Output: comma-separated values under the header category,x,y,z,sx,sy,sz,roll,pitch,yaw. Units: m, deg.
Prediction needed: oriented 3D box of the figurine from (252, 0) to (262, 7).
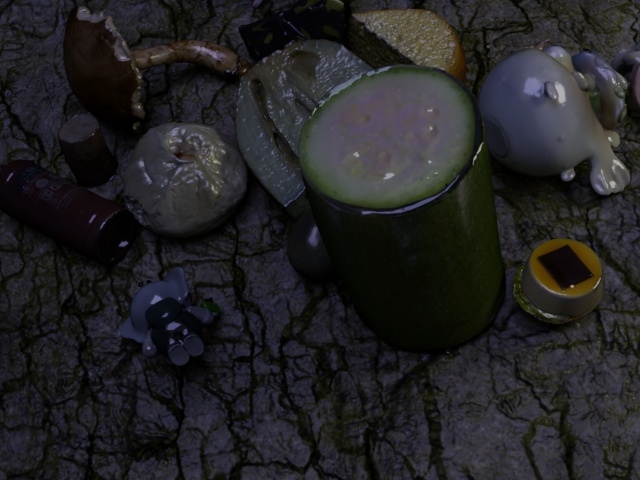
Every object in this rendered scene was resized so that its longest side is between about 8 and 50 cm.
category,x,y,z,sx,sy,sz,roll,pitch,yaw
figurine,0.020,-0.548,2.181,0.315,0.284,0.206,-21,42,-31

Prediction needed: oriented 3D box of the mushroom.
category,x,y,z,sx,sy,sz,roll,pitch,yaw
mushroom,-0.322,-0.308,2.145,0.233,0.301,0.208,53,123,30

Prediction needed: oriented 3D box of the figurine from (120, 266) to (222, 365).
category,x,y,z,sx,sy,sz,roll,pitch,yaw
figurine,-0.239,0.123,1.862,0.147,0.126,0.192,-40,42,-2

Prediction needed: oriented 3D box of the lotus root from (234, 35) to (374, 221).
category,x,y,z,sx,sy,sz,roll,pitch,yaw
lotus root,-0.021,-0.190,1.997,0.267,0.149,0.260,-42,60,-4

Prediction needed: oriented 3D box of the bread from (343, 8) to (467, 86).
category,x,y,z,sx,sy,sz,roll,pitch,yaw
bread,0.169,-0.317,2.046,0.134,0.129,0.260,-38,59,-21

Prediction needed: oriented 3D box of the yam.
category,x,y,z,sx,sy,sz,roll,pitch,yaw
yam,-0.406,-0.157,2.071,0.084,0.127,0.084,-5,55,6

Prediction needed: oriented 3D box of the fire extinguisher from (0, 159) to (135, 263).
category,x,y,z,sx,sy,sz,roll,pitch,yaw
fire extinguisher,-0.467,-0.075,2.057,0.344,0.102,0.138,25,34,26

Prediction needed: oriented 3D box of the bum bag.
category,x,y,z,sx,sy,sz,roll,pitch,yaw
bum bag,-0.043,-0.371,2.101,0.232,0.107,0.060,-16,24,40

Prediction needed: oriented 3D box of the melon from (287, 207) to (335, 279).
category,x,y,z,sx,sy,sz,roll,pitch,yaw
melon,0.000,0.000,1.898,0.098,0.098,0.131,14,67,20

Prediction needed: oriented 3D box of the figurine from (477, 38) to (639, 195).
category,x,y,z,sx,sy,sz,roll,pitch,yaw
figurine,0.451,-0.214,1.916,0.394,0.226,0.275,-24,87,-17

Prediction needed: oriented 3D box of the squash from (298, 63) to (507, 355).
category,x,y,z,sx,sy,sz,roll,pitch,yaw
squash,0.128,-0.032,1.723,0.263,0.384,0.263,-7,55,10

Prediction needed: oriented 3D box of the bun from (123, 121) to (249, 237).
category,x,y,z,sx,sy,sz,roll,pitch,yaw
bun,-0.227,-0.112,1.996,0.220,0.134,0.221,-4,56,5

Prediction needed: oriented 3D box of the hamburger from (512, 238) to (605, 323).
category,x,y,z,sx,sy,sz,roll,pitch,yaw
hamburger,0.358,0.065,1.790,0.141,0.081,0.126,-37,59,-26
